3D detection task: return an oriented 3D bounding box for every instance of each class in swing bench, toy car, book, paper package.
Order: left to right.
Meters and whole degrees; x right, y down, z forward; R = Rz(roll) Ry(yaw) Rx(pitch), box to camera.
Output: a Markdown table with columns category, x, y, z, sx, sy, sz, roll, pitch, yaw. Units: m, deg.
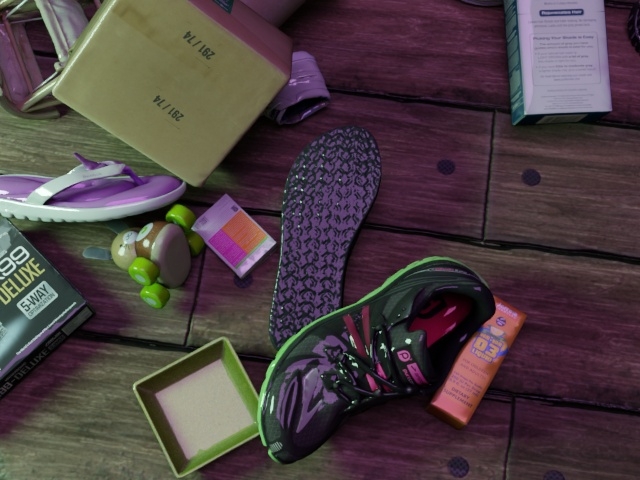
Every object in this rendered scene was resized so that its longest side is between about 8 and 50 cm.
| category | x | y | z | sx | sy | sz | roll | pitch | yaw |
| --- | --- | --- | --- | --- | --- | --- | --- | --- | --- |
| swing bench | -0.538 | -0.395 | 1.794 | 0.255 | 0.165 | 0.253 | -23 | 72 | -2 |
| toy car | -0.337 | 0.010 | 1.660 | 0.189 | 0.149 | 0.155 | 18 | 58 | 19 |
| paper package | -0.255 | -0.310 | 1.611 | 0.325 | 0.309 | 0.168 | 33 | 26 | -23 |
| book | -0.165 | -0.008 | 1.714 | 0.096 | 0.035 | 0.144 | -43 | 75 | -10 |

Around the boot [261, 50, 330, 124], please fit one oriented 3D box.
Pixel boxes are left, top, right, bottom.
| category | x | y | z | sx | sy | sz | roll | pitch | yaw |
| --- | --- | --- | --- | --- | --- | --- | --- | --- | --- |
| boot | -0.110 | -0.280 | 1.778 | 0.258 | 0.095 | 0.123 | -21 | 64 | -8 |

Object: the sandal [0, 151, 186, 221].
| category | x | y | z | sx | sy | sz | roll | pitch | yaw |
| --- | --- | --- | --- | --- | --- | --- | --- | --- | --- |
| sandal | -0.457 | -0.105 | 1.660 | 0.417 | 0.102 | 0.169 | -2 | 26 | 7 |

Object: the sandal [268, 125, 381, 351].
| category | x | y | z | sx | sy | sz | roll | pitch | yaw |
| --- | --- | --- | --- | --- | --- | --- | --- | --- | --- |
| sandal | -0.003 | 0.001 | 1.684 | 0.168 | 0.107 | 0.445 | 15 | 83 | 5 |

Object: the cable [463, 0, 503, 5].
| category | x | y | z | sx | sy | sz | roll | pitch | yaw |
| --- | --- | --- | --- | --- | --- | --- | --- | --- | --- |
| cable | 0.353 | -0.616 | 1.904 | 0.257 | 0.089 | 0.257 | -23 | 73 | -7 |

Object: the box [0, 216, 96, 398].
| category | x | y | z | sx | sy | sz | roll | pitch | yaw |
| --- | --- | --- | --- | --- | --- | --- | --- | --- | --- |
| box | -0.604 | 0.144 | 1.637 | 0.307 | 0.076 | 0.242 | -43 | 75 | -13 |

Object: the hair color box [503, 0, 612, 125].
| category | x | y | z | sx | sy | sz | roll | pitch | yaw |
| --- | --- | --- | --- | --- | --- | --- | --- | --- | --- |
| hair color box | 0.458 | -0.407 | 1.770 | 0.174 | 0.105 | 0.347 | -2 | 85 | -3 |

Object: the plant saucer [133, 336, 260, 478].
| category | x | y | z | sx | sy | sz | roll | pitch | yaw |
| --- | --- | --- | --- | --- | --- | --- | --- | --- | --- |
| plant saucer | -0.205 | 0.294 | 1.595 | 0.188 | 0.045 | 0.188 | -28 | 72 | -9 |

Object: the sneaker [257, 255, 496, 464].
| category | x | y | z | sx | sy | sz | roll | pitch | yaw |
| --- | --- | --- | --- | --- | --- | --- | --- | --- | --- |
| sneaker | 0.093 | 0.195 | 1.528 | 0.483 | 0.202 | 0.185 | -40 | 110 | -12 |

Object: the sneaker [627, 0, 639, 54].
| category | x | y | z | sx | sy | sz | roll | pitch | yaw |
| --- | --- | --- | --- | --- | --- | --- | --- | --- | --- |
| sneaker | 0.705 | -0.401 | 1.833 | 0.094 | 0.081 | 0.208 | -26 | 78 | -16 |

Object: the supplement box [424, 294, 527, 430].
| category | x | y | z | sx | sy | sz | roll | pitch | yaw |
| --- | --- | --- | --- | --- | --- | --- | --- | --- | --- |
| supplement box | 0.275 | 0.215 | 1.603 | 0.078 | 0.080 | 0.233 | 30 | 71 | 9 |

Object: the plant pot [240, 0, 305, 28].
| category | x | y | z | sx | sy | sz | roll | pitch | yaw |
| --- | --- | --- | --- | --- | --- | --- | --- | --- | --- |
| plant pot | -0.161 | -0.520 | 1.772 | 0.334 | 0.334 | 0.305 | 36 | 84 | 13 |
